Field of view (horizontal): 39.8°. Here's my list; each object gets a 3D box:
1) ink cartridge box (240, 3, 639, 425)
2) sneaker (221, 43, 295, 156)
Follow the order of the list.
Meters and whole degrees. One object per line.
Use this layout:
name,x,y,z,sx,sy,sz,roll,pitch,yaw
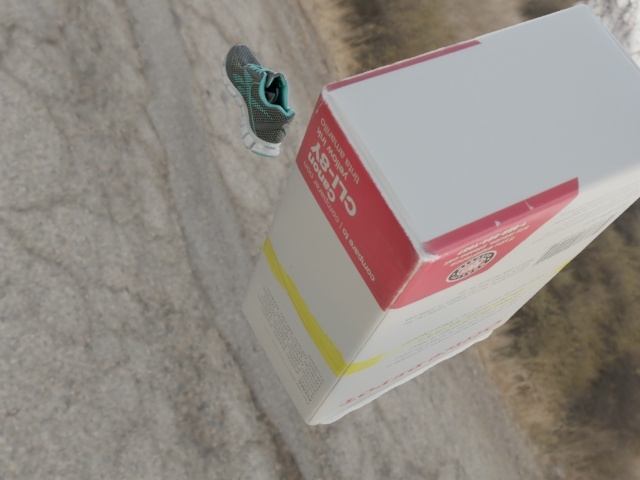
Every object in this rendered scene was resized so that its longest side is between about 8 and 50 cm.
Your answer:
ink cartridge box,0.103,-0.004,0.822,0.160,0.279,0.385,58,-27,19
sneaker,-0.068,-0.182,1.064,0.065,0.076,0.166,3,53,-37
